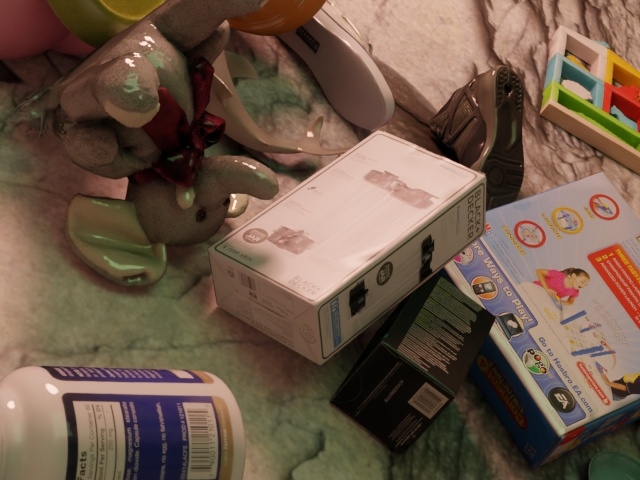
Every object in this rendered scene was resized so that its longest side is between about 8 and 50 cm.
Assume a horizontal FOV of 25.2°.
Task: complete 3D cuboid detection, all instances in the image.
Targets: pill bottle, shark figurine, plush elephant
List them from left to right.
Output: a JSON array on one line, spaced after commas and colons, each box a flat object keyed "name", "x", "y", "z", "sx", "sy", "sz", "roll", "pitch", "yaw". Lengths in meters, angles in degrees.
[{"name": "pill bottle", "x": -0.214, "y": 0.189, "z": 1.286, "sx": 0.265, "sy": 0.153, "sz": 0.153, "roll": 6, "pitch": 47, "yaw": -33}, {"name": "plush elephant", "x": -0.163, "y": -0.100, "z": 1.561, "sx": 0.255, "sy": 0.330, "sz": 0.272, "roll": 53, "pitch": 44, "yaw": -17}, {"name": "shark figurine", "x": -0.099, "y": -0.171, "z": 1.765, "sx": 0.166, "sy": 0.116, "sz": 0.278, "roll": -44, "pitch": 107, "yaw": -10}]

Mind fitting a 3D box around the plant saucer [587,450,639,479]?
[{"name": "plant saucer", "x": 0.364, "y": 0.307, "z": 1.716, "sx": 0.119, "sy": 0.021, "sz": 0.119, "roll": 22, "pitch": 41, "yaw": -20}]

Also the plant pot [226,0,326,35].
[{"name": "plant pot", "x": -0.105, "y": -0.376, "z": 1.866, "sx": 0.205, "sy": 0.205, "sz": 0.188, "roll": 48, "pitch": 19, "yaw": 14}]

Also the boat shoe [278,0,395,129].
[{"name": "boat shoe", "x": 0.028, "y": -0.262, "z": 1.989, "sx": 0.088, "sy": 0.096, "sz": 0.267, "roll": -18, "pitch": 55, "yaw": -41}]

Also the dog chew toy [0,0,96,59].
[{"name": "dog chew toy", "x": -0.307, "y": -0.311, "z": 1.703, "sx": 0.332, "sy": 0.206, "sz": 0.206, "roll": -1, "pitch": 51, "yaw": -49}]

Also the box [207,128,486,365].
[{"name": "box", "x": 0.036, "y": 0.000, "z": 1.609, "sx": 0.169, "sy": 0.087, "sz": 0.290, "roll": 26, "pitch": 48, "yaw": 34}]

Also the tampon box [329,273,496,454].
[{"name": "tampon box", "x": 0.107, "y": 0.135, "z": 1.614, "sx": 0.101, "sy": 0.120, "sz": 0.161, "roll": 37, "pitch": 38, "yaw": 1}]

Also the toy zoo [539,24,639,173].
[{"name": "toy zoo", "x": 0.457, "y": -0.247, "z": 2.347, "sx": 0.192, "sy": 0.030, "sz": 0.293, "roll": 30, "pitch": 39, "yaw": -9}]

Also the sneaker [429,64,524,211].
[{"name": "sneaker", "x": 0.216, "y": -0.122, "z": 2.004, "sx": 0.087, "sy": 0.130, "sz": 0.227, "roll": 14, "pitch": 71, "yaw": -33}]

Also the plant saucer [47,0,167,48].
[{"name": "plant saucer", "x": -0.232, "y": -0.335, "z": 1.615, "sx": 0.241, "sy": 0.037, "sz": 0.240, "roll": 4, "pitch": 85, "yaw": -57}]

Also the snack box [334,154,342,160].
[{"name": "snack box", "x": 0.085, "y": -0.051, "z": 1.855, "sx": 0.141, "sy": 0.037, "sz": 0.100, "roll": 15, "pitch": 42, "yaw": -25}]

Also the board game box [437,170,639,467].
[{"name": "board game box", "x": 0.310, "y": 0.089, "z": 1.783, "sx": 0.302, "sy": 0.086, "sz": 0.308, "roll": -18, "pitch": 62, "yaw": -29}]
